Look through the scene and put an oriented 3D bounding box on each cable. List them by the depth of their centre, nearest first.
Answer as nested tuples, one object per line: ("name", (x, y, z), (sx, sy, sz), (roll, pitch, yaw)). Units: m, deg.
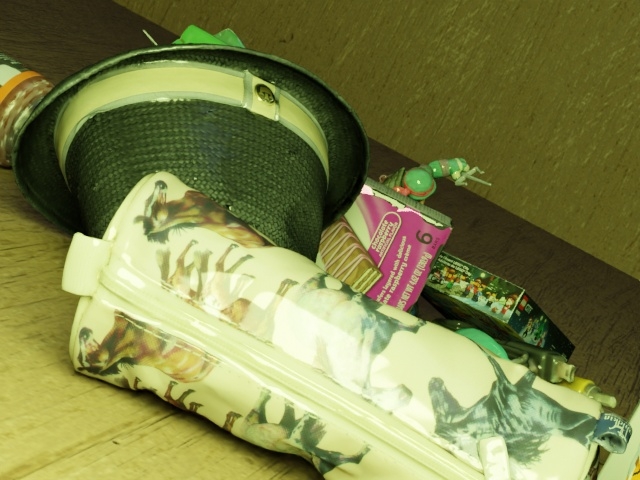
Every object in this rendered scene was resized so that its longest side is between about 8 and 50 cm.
("cable", (0.184, 0.141, 1.718), (0.139, 0.072, 0.287), (3, 5, -30))

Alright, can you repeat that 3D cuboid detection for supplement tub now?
("supplement tub", (-0.345, -0.145, 1.638), (0.198, 0.106, 0.106), (29, 11, 18))

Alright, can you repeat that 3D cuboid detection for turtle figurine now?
("turtle figurine", (0.119, -0.041, 1.964), (0.118, 0.175, 0.234), (31, -22, -3))

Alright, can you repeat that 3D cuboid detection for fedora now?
("fedora", (-0.106, -0.023, 1.392), (0.334, 0.334, 0.153), (20, 46, -34))

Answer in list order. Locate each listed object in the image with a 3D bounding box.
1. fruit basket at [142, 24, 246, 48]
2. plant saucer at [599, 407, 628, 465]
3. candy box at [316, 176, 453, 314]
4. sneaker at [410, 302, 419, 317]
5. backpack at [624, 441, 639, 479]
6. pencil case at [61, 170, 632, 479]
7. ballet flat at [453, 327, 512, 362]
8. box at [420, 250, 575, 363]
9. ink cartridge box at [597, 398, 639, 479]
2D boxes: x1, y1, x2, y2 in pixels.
("fruit basket", (-0.047, -0.092, 1.871), (0.353, 0.165, 0.327), (39, -3, 18))
("plant saucer", (0.322, 0.221, 1.705), (0.168, 0.029, 0.168), (26, 11, -6))
("candy box", (0.000, 0.000, 1.632), (0.233, 0.159, 0.071), (26, 9, 1))
("sneaker", (0.041, 0.052, 1.765), (0.152, 0.058, 0.084), (26, 7, 17))
("backpack", (0.307, 0.243, 1.064), (0.263, 0.213, 0.276), (30, 1, -31))
("pencil case", (0.010, 0.104, 1.143), (0.410, 0.160, 0.183), (28, -4, 4))
("ballet flat", (0.154, 0.147, 1.529), (0.087, 0.083, 0.247), (3, 18, -25))
("box", (0.192, 0.078, 1.832), (0.159, 0.044, 0.233), (27, -7, 29))
("ink cartridge box", (0.376, 0.161, 1.525), (0.121, 0.211, 0.289), (30, 18, 13))
